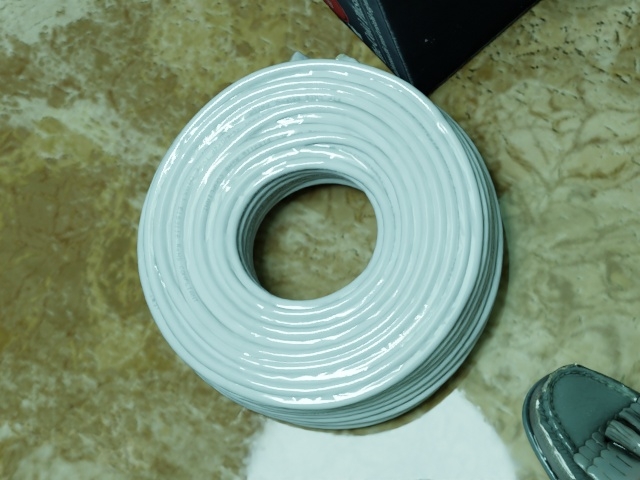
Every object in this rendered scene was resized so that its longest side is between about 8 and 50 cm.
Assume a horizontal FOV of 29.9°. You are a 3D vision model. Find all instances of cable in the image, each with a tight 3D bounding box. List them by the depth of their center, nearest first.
[{"bbox_3d":[0.000,0.000,0.843,0.257,0.089,0.257,38,85,19],"label":"cable"}]

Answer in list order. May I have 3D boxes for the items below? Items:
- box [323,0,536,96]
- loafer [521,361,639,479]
[{"bbox_3d":[0.007,-0.309,0.796,0.179,0.343,0.312,-40,70,1],"label":"box"},{"bbox_3d":[0.234,0.166,0.706,0.096,0.084,0.267,-37,72,-22],"label":"loafer"}]
